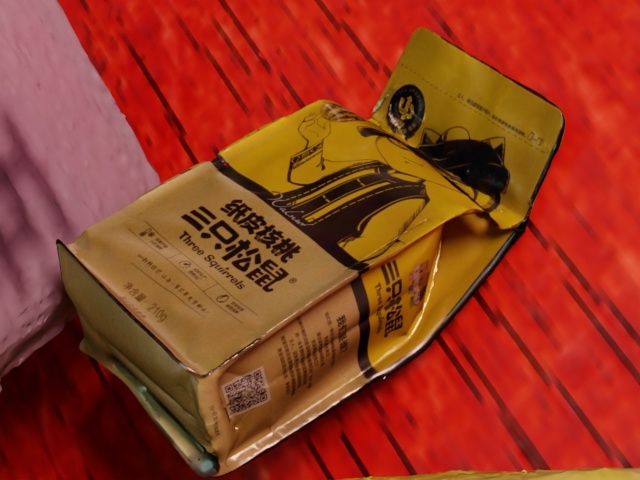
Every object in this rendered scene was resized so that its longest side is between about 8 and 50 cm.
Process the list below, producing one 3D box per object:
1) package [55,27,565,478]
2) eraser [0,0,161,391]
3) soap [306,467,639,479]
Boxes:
[{"bbox_3d":[0.000,0.000,0.497,0.131,0.047,0.071,-34,45,-23],"label":"package"},{"bbox_3d":[-0.232,0.072,0.469,0.272,0.359,0.122,-24,102,32],"label":"eraser"},{"bbox_3d":[-0.088,0.157,0.398,0.427,0.115,0.306,-12,29,29],"label":"soap"}]
